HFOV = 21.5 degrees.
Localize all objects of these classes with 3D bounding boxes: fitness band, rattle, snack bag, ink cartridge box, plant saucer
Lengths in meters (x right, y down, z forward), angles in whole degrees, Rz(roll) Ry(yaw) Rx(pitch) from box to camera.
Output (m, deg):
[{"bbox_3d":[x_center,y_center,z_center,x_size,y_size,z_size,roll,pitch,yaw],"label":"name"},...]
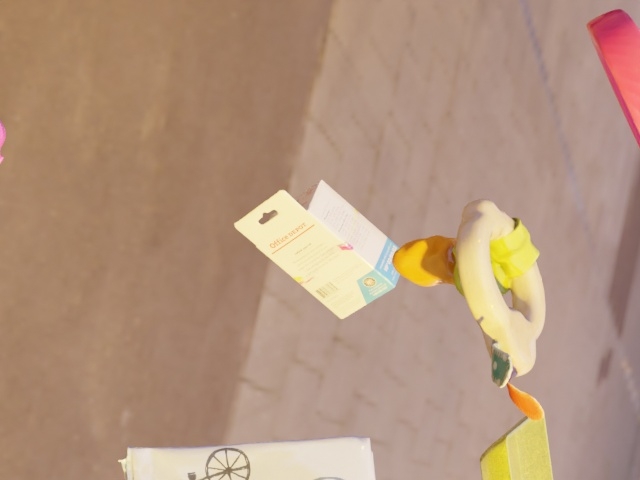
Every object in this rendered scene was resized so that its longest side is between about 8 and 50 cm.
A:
[{"bbox_3d":[0.341,-0.092,1.659,0.291,0.054,0.209,63,12,-6],"label":"fitness band"},{"bbox_3d":[0.120,0.072,1.449,0.130,0.142,0.200,56,30,-58],"label":"rattle"},{"bbox_3d":[-0.080,0.408,2.155,0.037,0.342,0.323,105,-20,-58],"label":"snack bag"},{"bbox_3d":[0.000,0.000,1.995,0.104,0.181,0.062,-34,-158,42],"label":"ink cartridge box"},{"bbox_3d":[0.234,0.305,1.989,0.188,0.045,0.188,-16,98,-68],"label":"plant saucer"}]

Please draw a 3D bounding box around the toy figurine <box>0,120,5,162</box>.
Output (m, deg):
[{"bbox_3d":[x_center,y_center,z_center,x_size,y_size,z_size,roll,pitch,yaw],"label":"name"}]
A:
[{"bbox_3d":[-0.436,-0.127,1.903,0.173,0.159,0.130,62,40,-45],"label":"toy figurine"}]
